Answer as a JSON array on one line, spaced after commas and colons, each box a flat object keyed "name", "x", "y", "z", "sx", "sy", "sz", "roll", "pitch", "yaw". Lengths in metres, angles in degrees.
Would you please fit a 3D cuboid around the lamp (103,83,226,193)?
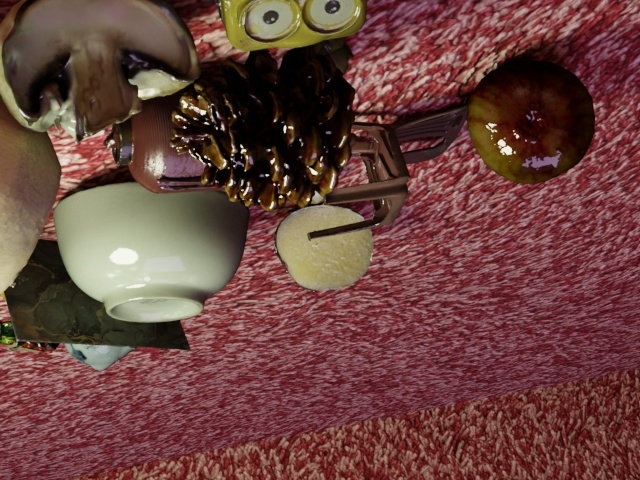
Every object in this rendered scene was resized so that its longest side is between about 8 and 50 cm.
[{"name": "lamp", "x": -0.197, "y": -0.151, "z": 1.590, "sx": 0.258, "sy": 0.180, "sz": 0.180, "roll": -6, "pitch": 155, "yaw": -23}]

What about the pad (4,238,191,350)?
[{"name": "pad", "x": -0.424, "y": 0.098, "z": 1.933, "sx": 0.368, "sy": 0.247, "sz": 0.007, "roll": 10, "pitch": 133, "yaw": -43}]

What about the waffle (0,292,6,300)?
[{"name": "waffle", "x": -0.597, "y": 0.073, "z": 2.022, "sx": 0.192, "sy": 0.046, "sz": 0.160, "roll": -9, "pitch": 158, "yaw": -12}]

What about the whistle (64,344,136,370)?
[{"name": "whistle", "x": -0.474, "y": 0.192, "z": 2.262, "sx": 0.164, "sy": 0.163, "sz": 0.289, "roll": -17, "pitch": -176, "yaw": 5}]

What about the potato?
[{"name": "potato", "x": 0.000, "y": 0.000, "z": 2.118, "sx": 0.202, "sy": 0.182, "sz": 0.117, "roll": -3, "pitch": -162, "yaw": -9}]

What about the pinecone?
[{"name": "pinecone", "x": -0.066, "y": -0.153, "z": 1.418, "sx": 0.243, "sy": 0.243, "sz": 0.257, "roll": -33, "pitch": 166, "yaw": 36}]

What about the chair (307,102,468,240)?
[{"name": "chair", "x": 0.130, "y": -0.129, "z": 1.825, "sx": 0.327, "sy": 0.183, "sz": 0.175, "roll": -8, "pitch": 156, "yaw": -13}]

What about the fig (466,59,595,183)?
[{"name": "fig", "x": 0.358, "y": -0.200, "z": 1.837, "sx": 0.217, "sy": 0.216, "sz": 0.321, "roll": -16, "pitch": 179, "yaw": 3}]

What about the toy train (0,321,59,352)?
[{"name": "toy train", "x": -0.682, "y": 0.212, "z": 2.276, "sx": 0.085, "sy": 0.053, "sz": 0.250, "roll": -21, "pitch": 157, "yaw": 33}]

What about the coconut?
[{"name": "coconut", "x": -0.549, "y": -0.083, "z": 1.361, "sx": 0.360, "sy": 0.346, "sz": 0.346, "roll": 27, "pitch": 137, "yaw": -27}]

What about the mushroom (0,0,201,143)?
[{"name": "mushroom", "x": -0.311, "y": -0.237, "z": 1.349, "sx": 0.267, "sy": 0.189, "sz": 0.164, "roll": -34, "pitch": -162, "yaw": -31}]

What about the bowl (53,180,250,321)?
[{"name": "bowl", "x": -0.298, "y": 0.038, "z": 1.862, "sx": 0.354, "sy": 0.185, "sz": 0.354, "roll": -4, "pitch": 162, "yaw": -1}]

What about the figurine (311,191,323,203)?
[{"name": "figurine", "x": -0.041, "y": -0.106, "z": 1.920, "sx": 0.101, "sy": 0.068, "sz": 0.143, "roll": -14, "pitch": 162, "yaw": 43}]

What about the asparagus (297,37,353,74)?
[{"name": "asparagus", "x": -0.009, "y": -0.299, "z": 1.506, "sx": 0.080, "sy": 0.080, "sz": 0.287, "roll": -23, "pitch": 154, "yaw": 19}]

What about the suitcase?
[{"name": "suitcase", "x": -0.038, "y": -0.342, "z": 1.271, "sx": 0.194, "sy": 0.143, "sz": 0.234, "roll": -12, "pitch": 143, "yaw": -7}]
